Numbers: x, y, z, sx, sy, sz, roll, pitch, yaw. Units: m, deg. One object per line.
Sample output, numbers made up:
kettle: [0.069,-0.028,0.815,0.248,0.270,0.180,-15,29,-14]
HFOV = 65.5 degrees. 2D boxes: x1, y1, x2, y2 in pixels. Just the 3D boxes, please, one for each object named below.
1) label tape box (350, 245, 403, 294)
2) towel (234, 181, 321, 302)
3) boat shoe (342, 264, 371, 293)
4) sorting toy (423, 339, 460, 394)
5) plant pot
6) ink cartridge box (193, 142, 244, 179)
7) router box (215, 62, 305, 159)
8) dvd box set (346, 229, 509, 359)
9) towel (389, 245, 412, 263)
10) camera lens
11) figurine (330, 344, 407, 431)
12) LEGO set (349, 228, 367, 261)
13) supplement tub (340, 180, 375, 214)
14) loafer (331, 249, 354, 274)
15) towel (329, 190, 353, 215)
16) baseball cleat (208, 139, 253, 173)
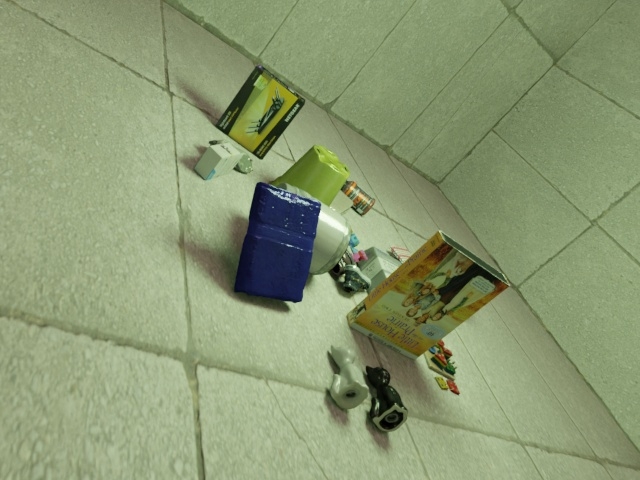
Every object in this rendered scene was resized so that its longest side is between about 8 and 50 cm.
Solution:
label tape box: [0.274,0.136,1.983,0.241,0.106,0.333,29,26,-31]
towel: [-0.120,0.010,1.391,0.228,0.308,0.076,17,-10,-37]
boat shoe: [0.124,0.158,1.771,0.183,0.065,0.083,45,55,-53]
sorting toy: [0.436,0.428,1.797,0.132,0.046,0.274,32,25,-23]
plant pot: [-0.029,-0.224,1.945,0.276,0.254,0.276,35,23,-18]
ink cartridge box: [-0.347,-0.277,1.721,0.061,0.104,0.181,43,22,2]
router box: [-0.249,-0.530,2.065,0.243,0.309,0.081,34,23,-16]
dvd box set: [0.333,0.190,1.573,0.308,0.420,0.062,32,28,-25]
towel: [0.409,0.101,2.310,0.144,0.029,0.197,12,34,-50]
camera lens: [-0.055,-0.032,1.602,0.274,0.219,0.219,32,25,-24]
figurine: [0.116,0.379,1.339,0.215,0.092,0.209,34,16,-16]
LEGO set: [0.095,-0.001,1.986,0.087,0.093,0.227,65,-1,-40]
supplement tub: [0.167,-0.221,2.451,0.198,0.106,0.106,39,23,-6]
loafer: [0.000,0.000,1.793,0.302,0.109,0.095,48,27,7]
towel: [0.047,-0.193,2.283,0.187,0.049,0.282,43,23,5]
baseball cleat: [-0.337,-0.321,1.860,0.110,0.072,0.206,16,-16,31]
